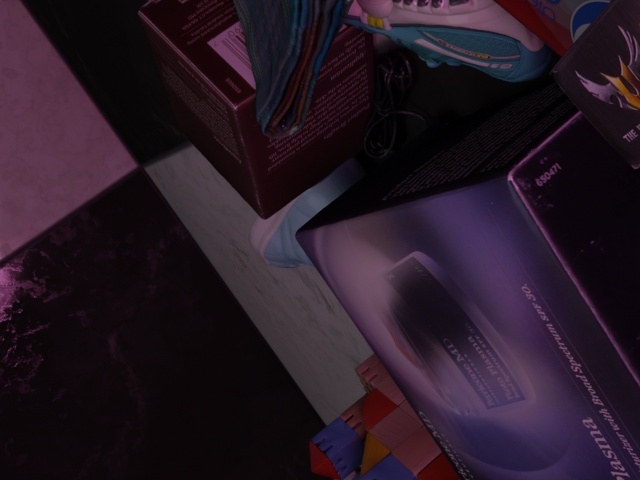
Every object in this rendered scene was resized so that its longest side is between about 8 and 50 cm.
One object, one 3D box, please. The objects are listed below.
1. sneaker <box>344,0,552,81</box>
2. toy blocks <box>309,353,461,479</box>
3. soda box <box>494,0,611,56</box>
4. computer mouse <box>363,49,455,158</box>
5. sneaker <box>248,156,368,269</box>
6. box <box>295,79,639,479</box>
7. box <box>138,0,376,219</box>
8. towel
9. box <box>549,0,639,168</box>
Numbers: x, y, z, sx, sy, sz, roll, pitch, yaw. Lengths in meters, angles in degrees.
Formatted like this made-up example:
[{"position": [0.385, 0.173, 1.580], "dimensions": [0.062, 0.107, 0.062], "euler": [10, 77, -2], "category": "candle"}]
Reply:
[{"position": [0.068, -0.179, 0.738], "dimensions": [0.110, 0.107, 0.275], "euler": [48, 173, -36], "category": "sneaker"}, {"position": [0.145, 0.242, 1.133], "dimensions": [0.381, 0.261, 0.190], "euler": [34, 156, 50], "category": "toy blocks"}, {"position": [0.161, -0.152, 0.519], "dimensions": [0.263, 0.092, 0.083], "euler": [47, 165, 21], "category": "soda box"}, {"position": [0.121, -0.047, 0.937], "dimensions": [0.262, 0.060, 0.184], "euler": [49, 164, 14], "category": "computer mouse"}, {"position": [0.000, 0.000, 1.266], "dimensions": [0.150, 0.135, 0.366], "euler": [54, 166, 9], "category": "sneaker"}, {"position": [0.176, 0.052, 0.688], "dimensions": [0.296, 0.183, 0.294], "euler": [56, 156, -9], "category": "box"}, {"position": [-0.056, -0.168, 0.985], "dimensions": [0.167, 0.168, 0.203], "euler": [45, 163, 25], "category": "box"}, {"position": [-0.066, -0.290, 0.745], "dimensions": [0.271, 0.040, 0.370], "euler": [122, 132, -73], "category": "towel"}, {"position": [0.193, -0.129, 0.303], "dimensions": [0.056, 0.183, 0.231], "euler": [50, 165, 6], "category": "box"}]
